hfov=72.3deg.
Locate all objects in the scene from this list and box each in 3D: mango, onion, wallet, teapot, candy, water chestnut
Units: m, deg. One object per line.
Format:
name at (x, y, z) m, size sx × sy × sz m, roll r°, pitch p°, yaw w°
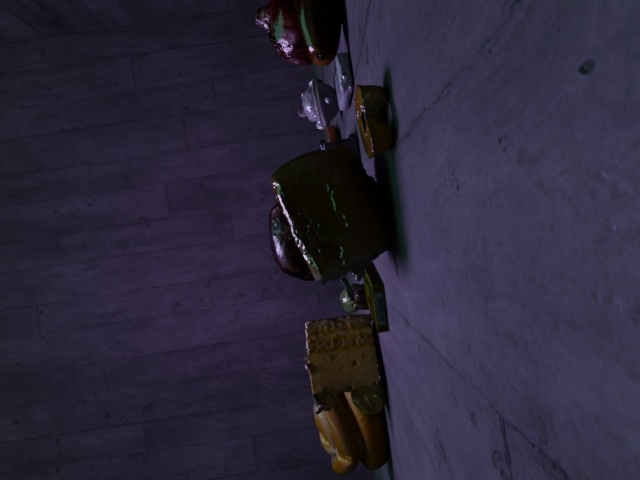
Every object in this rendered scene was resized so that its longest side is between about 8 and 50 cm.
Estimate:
mango at (-0.005, -0.537, 0.998) m, size 0.133 × 0.111 × 0.268 m, roll -36°, pitch -53°, yaw -69°
onion at (-0.069, -0.598, 1.179) m, size 0.252 × 0.219 × 0.252 m, roll 0°, pitch -90°, yaw -87°
wallet at (0.055, -0.385, 1.074) m, size 0.190 × 0.033 × 0.095 m, roll -85°, pitch -15°, yaw -88°
teapot at (0.120, 0.165, 1.263) m, size 0.121 × 0.068 × 0.076 m, roll 81°, pitch 180°, yaw -66°
candy at (0.089, 0.155, 1.346) m, size 0.335 × 0.093 × 0.092 m, roll 57°, pitch -155°, yaw -70°
water chestnut at (0.000, 0.000, 1.367) m, size 0.347 × 0.335 × 0.335 m, roll 51°, pitch 174°, yaw 10°

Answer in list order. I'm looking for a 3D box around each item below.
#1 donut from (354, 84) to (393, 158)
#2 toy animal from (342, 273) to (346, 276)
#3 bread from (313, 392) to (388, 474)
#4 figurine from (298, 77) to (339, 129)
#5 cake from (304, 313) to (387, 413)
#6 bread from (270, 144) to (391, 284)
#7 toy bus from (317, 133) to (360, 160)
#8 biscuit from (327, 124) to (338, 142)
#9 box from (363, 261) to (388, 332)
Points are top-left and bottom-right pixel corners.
donut at (0.080, -0.178, 0.655) m, size 0.097 × 0.043 × 0.108 m, roll -141°, pitch 41°, yaw -90°
toy animal at (0.068, 0.034, 1.824) m, size 0.179 × 0.138 × 0.166 m, roll -107°, pitch 24°, yaw -57°
bread at (0.105, 0.650, 1.628) m, size 0.329 × 0.245 × 0.424 m, roll -97°, pitch -5°, yaw -67°
figurine at (-0.008, -0.449, 1.443) m, size 0.237 × 0.141 × 0.163 m, roll -99°, pitch -4°, yaw -70°
cake at (0.078, 0.400, 1.379) m, size 0.222 × 0.227 × 0.286 m, roll 71°, pitch -168°, yaw -65°
bread at (0.038, -0.044, 0.812) m, size 0.195 × 0.176 × 0.246 m, roll -21°, pitch -92°, yaw -79°
toy bus at (0.051, -0.215, 1.177) m, size 0.199 × 0.096 × 0.108 m, roll -163°, pitch 60°, yaw -87°
biscuit at (0.059, -0.343, 1.727) m, size 0.306 × 0.043 × 0.284 m, roll -95°, pitch -4°, yaw -48°
box at (0.135, 0.135, 1.109) m, size 0.193 × 0.030 × 0.121 m, roll -96°, pitch -2°, yaw -75°
